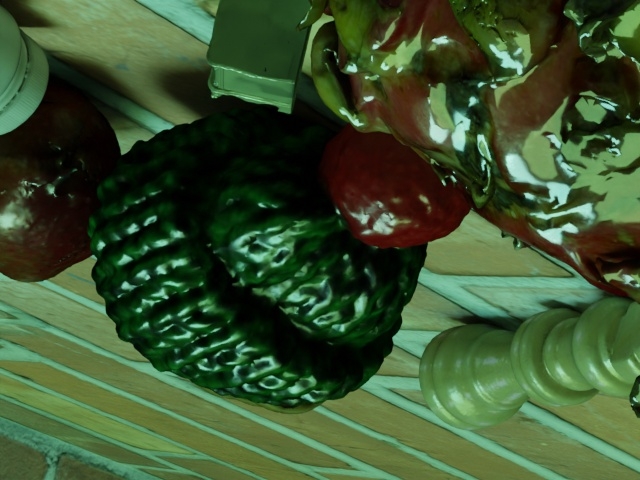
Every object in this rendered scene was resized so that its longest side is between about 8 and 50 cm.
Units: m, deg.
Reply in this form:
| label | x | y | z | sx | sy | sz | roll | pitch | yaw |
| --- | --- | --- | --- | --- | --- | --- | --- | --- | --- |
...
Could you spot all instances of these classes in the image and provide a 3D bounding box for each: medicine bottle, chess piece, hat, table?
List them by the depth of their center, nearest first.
| label | x | y | z | sx | sy | sz | roll | pitch | yaw |
| --- | --- | --- | --- | --- | --- | --- | --- | --- | --- |
| table | -0.041 | -0.138 | 1.353 | 0.062 | 0.079 | 0.083 | 13 | 167 | 1 |
| medicine bottle | -0.293 | -0.154 | 1.486 | 0.103 | 0.102 | 0.187 | 6 | 163 | 29 |
| hat | 0.000 | 0.000 | 1.560 | 0.274 | 0.242 | 0.332 | 6 | 162 | -45 |
| chess piece | 0.243 | 0.119 | 1.966 | 0.117 | 0.117 | 0.397 | 21 | 162 | -22 |

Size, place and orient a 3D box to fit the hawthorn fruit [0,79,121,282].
| label | x | y | z | sx | sy | sz | roll | pitch | yaw |
| --- | --- | --- | --- | --- | --- | --- | --- | --- | --- |
| hawthorn fruit | -0.237 | -0.059 | 1.661 | 0.181 | 0.181 | 0.235 | 21 | 164 | -23 |

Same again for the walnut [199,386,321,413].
| label | x | y | z | sx | sy | sz | roll | pitch | yaw |
| --- | --- | --- | --- | --- | --- | --- | --- | --- | --- |
| walnut | -0.057 | 0.070 | 1.925 | 0.245 | 0.198 | 0.198 | 27 | 160 | -37 |

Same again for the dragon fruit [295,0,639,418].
| label | x | y | z | sx | sy | sz | roll | pitch | yaw |
| --- | --- | --- | --- | --- | --- | --- | --- | --- | --- |
| dragon fruit | 0.127 | -0.106 | 0.935 | 0.291 | 0.250 | 0.269 | 15 | 131 | 11 |
